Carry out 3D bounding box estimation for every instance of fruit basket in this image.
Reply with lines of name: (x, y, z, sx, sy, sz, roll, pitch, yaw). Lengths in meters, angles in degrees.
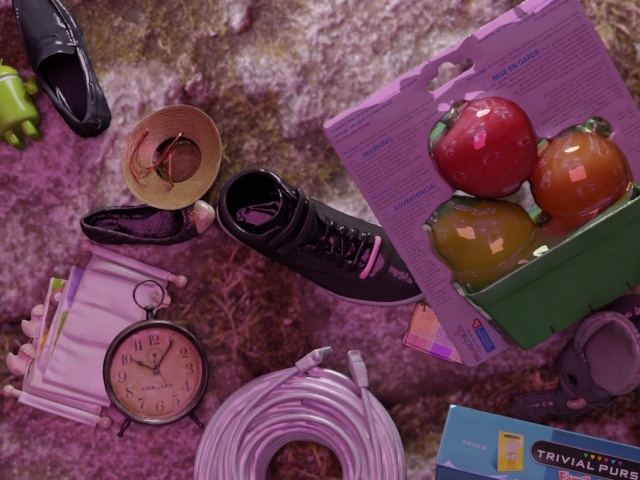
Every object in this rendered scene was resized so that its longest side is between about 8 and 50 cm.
fruit basket: (0.225, -0.072, 1.762, 0.327, 0.165, 0.353, -32, 100, 4)

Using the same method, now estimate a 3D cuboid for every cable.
cable: (-0.024, 0.281, 1.822, 0.257, 0.089, 0.257, -23, 75, 1)

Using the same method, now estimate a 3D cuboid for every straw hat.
straw hat: (-0.174, -0.100, 1.913, 0.144, 0.061, 0.145, -5, 77, 24)

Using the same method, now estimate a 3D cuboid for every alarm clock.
alarm clock: (-0.206, 0.142, 1.876, 0.129, 0.064, 0.192, -4, 94, -9)

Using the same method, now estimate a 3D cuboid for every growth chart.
growth chart: (-0.294, 0.118, 1.925, 0.172, 0.021, 0.237, 25, 87, 10)

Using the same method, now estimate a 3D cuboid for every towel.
towel: (0.147, 0.114, 1.872, 0.083, 0.009, 0.060, 19, 86, 9)

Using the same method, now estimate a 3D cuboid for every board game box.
board game box: (0.296, 0.304, 1.705, 0.336, 0.254, 0.079, 13, 61, 9)

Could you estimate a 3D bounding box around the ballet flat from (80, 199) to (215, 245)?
ballet flat: (-0.218, -0.021, 1.916, 0.173, 0.049, 0.058, -7, 84, 7)

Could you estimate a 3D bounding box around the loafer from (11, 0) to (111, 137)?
loafer: (-0.335, -0.236, 1.941, 0.076, 0.078, 0.223, -27, 81, 3)

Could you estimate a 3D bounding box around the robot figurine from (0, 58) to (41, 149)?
robot figurine: (-0.403, -0.174, 1.949, 0.101, 0.067, 0.115, -29, 80, 6)

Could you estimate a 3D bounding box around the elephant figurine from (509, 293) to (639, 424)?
elephant figurine: (0.355, 0.139, 1.771, 0.239, 0.169, 0.186, 17, 67, 20)

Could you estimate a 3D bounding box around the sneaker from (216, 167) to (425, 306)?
sneaker: (0.000, 0.000, 1.836, 0.295, 0.147, 0.105, 22, 85, 8)
